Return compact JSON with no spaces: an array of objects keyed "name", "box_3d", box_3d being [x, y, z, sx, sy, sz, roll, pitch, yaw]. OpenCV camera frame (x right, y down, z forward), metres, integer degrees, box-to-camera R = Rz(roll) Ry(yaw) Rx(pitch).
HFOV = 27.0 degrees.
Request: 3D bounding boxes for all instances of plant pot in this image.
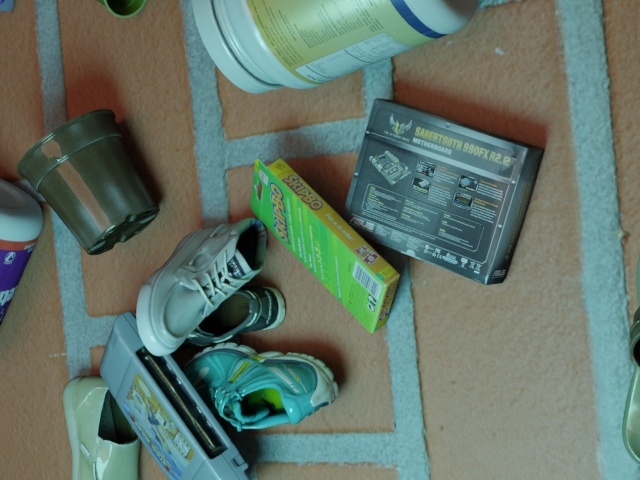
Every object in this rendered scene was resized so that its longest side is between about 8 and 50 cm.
[{"name":"plant pot","box_3d":[-0.311,-0.379,1.972,0.079,0.083,0.083,23,104,40]},{"name":"plant pot","box_3d":[-0.330,-0.079,1.955,0.167,0.167,0.165,-39,81,27]}]

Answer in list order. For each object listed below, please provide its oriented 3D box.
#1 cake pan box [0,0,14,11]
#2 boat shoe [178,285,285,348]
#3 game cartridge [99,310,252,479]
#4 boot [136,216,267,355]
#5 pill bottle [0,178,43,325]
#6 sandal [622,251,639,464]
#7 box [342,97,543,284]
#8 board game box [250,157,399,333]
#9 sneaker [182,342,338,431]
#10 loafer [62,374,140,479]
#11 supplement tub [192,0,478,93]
[{"name":"cake pan box","box_3d":[-0.563,-0.518,2.117,0.245,0.070,0.267,28,107,29]},{"name":"boat shoe","box_3d":[-0.166,0.109,1.906,0.233,0.079,0.084,-13,88,32]},{"name":"game cartridge","box_3d":[-0.213,0.257,1.894,0.297,0.062,0.198,53,148,12]},{"name":"boot","box_3d":[-0.154,0.050,1.806,0.123,0.258,0.095,-21,117,27]},{"name":"pill bottle","box_3d":[-0.569,0.063,2.084,0.181,0.181,0.323,35,110,25]},{"name":"sandal","box_3d":[0.413,0.126,1.552,0.120,0.086,0.303,8,96,30]},{"name":"box","box_3d":[0.152,-0.066,1.717,0.231,0.056,0.183,21,102,29]},{"name":"board game box","box_3d":[0.000,0.000,1.787,0.259,0.039,0.124,43,151,20]},{"name":"sneaker","box_3d":[-0.107,0.207,1.836,0.275,0.110,0.107,-6,113,40]},{"name":"loafer","box_3d":[-0.315,0.326,1.991,0.092,0.102,0.269,-22,81,36]},{"name":"supplement tub","box_3d":[0.017,-0.326,1.685,0.316,0.228,0.228,-17,84,31]}]
